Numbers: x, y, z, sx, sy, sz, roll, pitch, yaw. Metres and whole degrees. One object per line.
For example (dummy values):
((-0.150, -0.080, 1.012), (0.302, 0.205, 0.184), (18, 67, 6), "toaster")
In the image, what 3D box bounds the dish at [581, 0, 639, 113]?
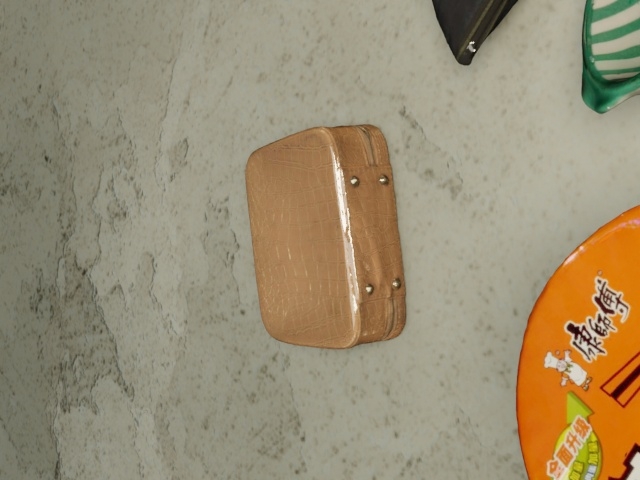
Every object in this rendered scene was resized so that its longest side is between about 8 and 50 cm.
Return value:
((0.230, -0.177, 0.569), (0.246, 0.078, 0.224), (-89, 16, -56), "dish")

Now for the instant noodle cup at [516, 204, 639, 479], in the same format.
((0.260, 0.088, 0.507), (0.250, 0.192, 0.250), (9, 102, 48), "instant noodle cup")

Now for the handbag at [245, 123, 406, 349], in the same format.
((0.000, 0.000, 0.876), (0.151, 0.072, 0.193), (-10, 90, 48), "handbag")

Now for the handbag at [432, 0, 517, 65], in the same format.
((0.127, -0.281, 0.685), (0.254, 0.088, 0.211), (-53, 47, 41), "handbag")
